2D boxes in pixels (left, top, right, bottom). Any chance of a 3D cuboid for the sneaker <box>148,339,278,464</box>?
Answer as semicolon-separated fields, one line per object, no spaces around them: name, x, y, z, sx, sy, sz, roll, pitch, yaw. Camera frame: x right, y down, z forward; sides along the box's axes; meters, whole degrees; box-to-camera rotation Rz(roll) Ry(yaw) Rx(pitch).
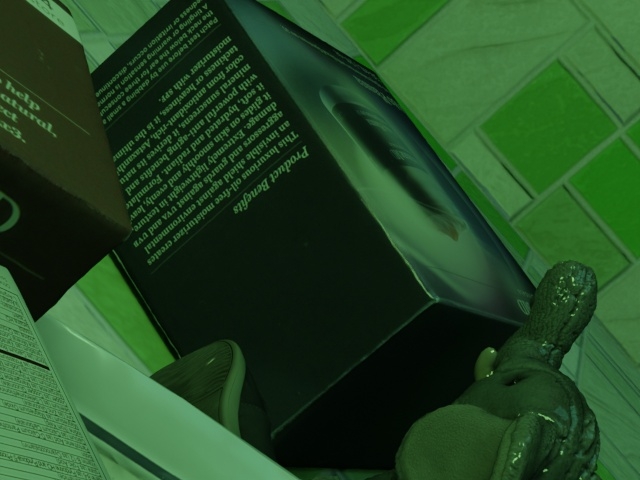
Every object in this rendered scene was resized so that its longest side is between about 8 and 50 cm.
sneaker;-0.051;0.145;0.855;0.118;0.083;0.222;60;7;-21

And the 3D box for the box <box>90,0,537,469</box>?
box;0.000;0.000;1.136;0.294;0.183;0.296;56;16;22

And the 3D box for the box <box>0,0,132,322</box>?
box;-0.205;-0.025;0.552;0.168;0.203;0.167;37;19;-36

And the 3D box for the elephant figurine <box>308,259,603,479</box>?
elephant figurine;0.102;0.147;0.932;0.186;0.239;0.169;53;15;16

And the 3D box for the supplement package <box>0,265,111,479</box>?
supplement package;-0.148;0.121;0.359;0.149;0.194;0.203;26;26;-55

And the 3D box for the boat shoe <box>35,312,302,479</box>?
boat shoe;-0.031;0.183;0.665;0.367;0.156;0.136;35;-12;-8
